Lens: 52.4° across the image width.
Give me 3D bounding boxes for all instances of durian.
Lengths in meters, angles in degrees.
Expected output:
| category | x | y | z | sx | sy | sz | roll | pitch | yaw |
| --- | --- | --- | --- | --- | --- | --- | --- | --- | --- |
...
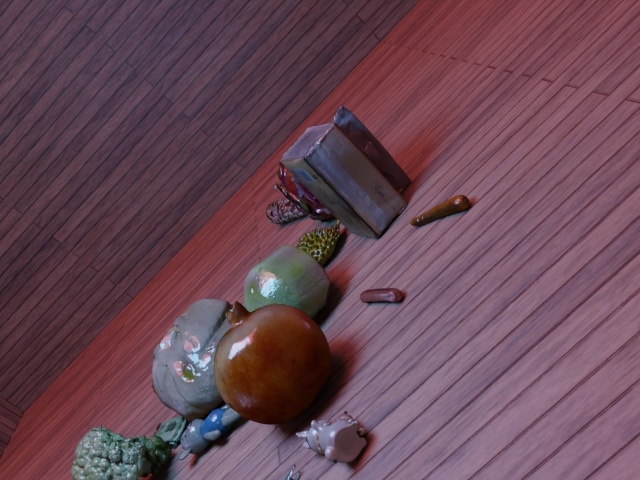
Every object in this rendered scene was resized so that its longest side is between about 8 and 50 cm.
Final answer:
| category | x | y | z | sx | sy | sz | roll | pitch | yaw |
| --- | --- | --- | --- | --- | --- | --- | --- | --- | --- |
| durian | 0.000 | 0.000 | 1.906 | 0.208 | 0.102 | 0.146 | -51 | 13 | -20 |

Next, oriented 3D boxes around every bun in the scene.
| category | x | y | z | sx | sy | sz | roll | pitch | yaw |
| --- | --- | --- | --- | --- | --- | --- | --- | --- | --- |
| bun | -0.336 | 0.314 | 1.833 | 0.365 | 0.219 | 0.365 | -40 | 24 | 22 |

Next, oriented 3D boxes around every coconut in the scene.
| category | x | y | z | sx | sy | sz | roll | pitch | yaw |
| --- | --- | --- | --- | --- | --- | --- | --- | --- | --- |
| coconut | -0.080 | 0.122 | 1.681 | 0.236 | 0.204 | 0.236 | -41 | -11 | -9 |

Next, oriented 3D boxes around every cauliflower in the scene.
| category | x | y | z | sx | sy | sz | roll | pitch | yaw |
| --- | --- | --- | --- | --- | --- | --- | --- | --- | --- |
| cauliflower | -0.510 | 0.588 | 1.698 | 0.250 | 0.272 | 0.275 | -24 | 16 | -39 |

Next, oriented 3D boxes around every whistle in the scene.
| category | x | y | z | sx | sy | sz | roll | pitch | yaw |
| --- | --- | --- | --- | --- | --- | --- | --- | --- | --- |
| whistle | -0.268 | 0.460 | 1.616 | 0.236 | 0.077 | 0.114 | -37 | 15 | 24 |

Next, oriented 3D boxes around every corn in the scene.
| category | x | y | z | sx | sy | sz | roll | pitch | yaw |
| --- | --- | --- | --- | --- | --- | --- | --- | --- | --- |
| corn | -0.110 | -0.118 | 2.400 | 0.280 | 0.092 | 0.092 | -12 | 39 | 55 |

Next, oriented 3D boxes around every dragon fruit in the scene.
| category | x | y | z | sx | sy | sz | roll | pitch | yaw |
| --- | --- | --- | --- | --- | --- | --- | --- | --- | --- |
| dragon fruit | -0.003 | -0.201 | 2.104 | 0.269 | 0.250 | 0.291 | -43 | 4 | 0 |

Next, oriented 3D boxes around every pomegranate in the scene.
| category | x | y | z | sx | sy | sz | roll | pitch | yaw |
| --- | --- | --- | --- | --- | --- | --- | --- | --- | --- |
| pomegranate | -0.114 | 0.248 | 1.396 | 0.252 | 0.270 | 0.229 | -42 | 10 | -3 |

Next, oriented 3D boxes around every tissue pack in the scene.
| category | x | y | z | sx | sy | sz | roll | pitch | yaw |
| --- | --- | --- | --- | --- | --- | --- | --- | --- | --- |
| tissue pack | 0.085 | -0.189 | 1.772 | 0.238 | 0.305 | 0.238 | -40 | 19 | 16 |

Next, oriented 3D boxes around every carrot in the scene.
| category | x | y | z | sx | sy | sz | roll | pitch | yaw |
| --- | --- | --- | --- | --- | --- | --- | --- | --- | --- |
| carrot | 0.277 | -0.065 | 1.529 | 0.190 | 0.037 | 0.037 | -27 | 28 | 55 |

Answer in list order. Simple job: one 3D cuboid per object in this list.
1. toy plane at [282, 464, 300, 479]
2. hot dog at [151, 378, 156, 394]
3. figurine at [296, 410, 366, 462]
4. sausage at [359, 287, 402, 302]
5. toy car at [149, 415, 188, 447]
| category | x | y | z | sx | sy | sz | roll | pitch | yaw |
| --- | --- | --- | --- | --- | --- | --- | --- | --- | --- |
| toy plane | -0.064 | 0.464 | 1.224 | 0.083 | 0.033 | 0.080 | -42 | 19 | 39 |
| hot dog | -0.477 | 0.430 | 2.131 | 0.249 | 0.076 | 0.102 | -35 | 19 | 35 |
| figurine | 0.026 | 0.363 | 1.197 | 0.098 | 0.081 | 0.146 | -8 | -4 | -25 |
| sausage | 0.134 | 0.125 | 1.463 | 0.030 | 0.035 | 0.147 | -21 | 6 | -29 |
| toy car | -0.443 | 0.551 | 1.847 | 0.186 | 0.058 | 0.093 | -31 | 27 | 40 |
